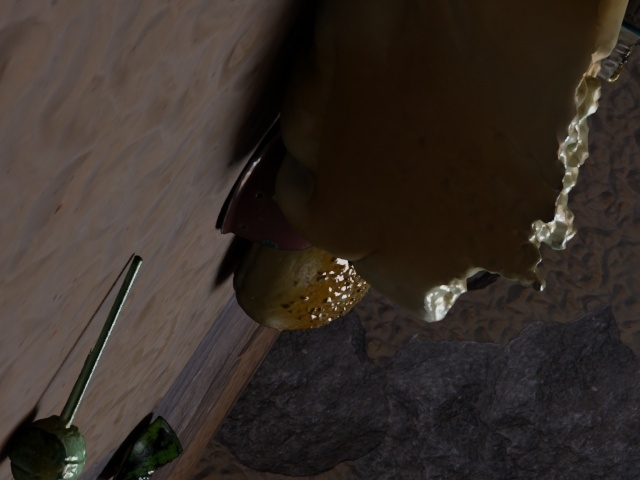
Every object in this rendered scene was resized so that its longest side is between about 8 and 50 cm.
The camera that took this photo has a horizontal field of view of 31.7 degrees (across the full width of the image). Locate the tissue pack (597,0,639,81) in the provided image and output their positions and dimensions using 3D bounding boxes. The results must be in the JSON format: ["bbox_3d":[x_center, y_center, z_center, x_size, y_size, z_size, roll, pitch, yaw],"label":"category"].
[{"bbox_3d":[0.250,-0.317,1.192,0.192,0.271,0.134,-55,172,-19],"label":"tissue pack"}]

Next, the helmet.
[{"bbox_3d":[-0.017,-0.059,1.178,0.175,0.106,0.155,-60,178,-15],"label":"helmet"}]

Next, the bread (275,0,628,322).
[{"bbox_3d":[0.100,-0.118,0.940,0.424,0.245,0.329,116,-20,-51],"label":"bread"}]

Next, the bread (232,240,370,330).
[{"bbox_3d":[0.001,-0.001,1.395,0.314,0.171,0.192,-60,179,27],"label":"bread"}]

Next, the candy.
[{"bbox_3d":[-0.184,0.104,0.878,0.061,0.061,0.202,-19,134,-84],"label":"candy"}]

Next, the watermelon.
[{"bbox_3d":[-0.258,0.312,1.624,0.119,0.063,0.245,-38,180,-4],"label":"watermelon"}]
